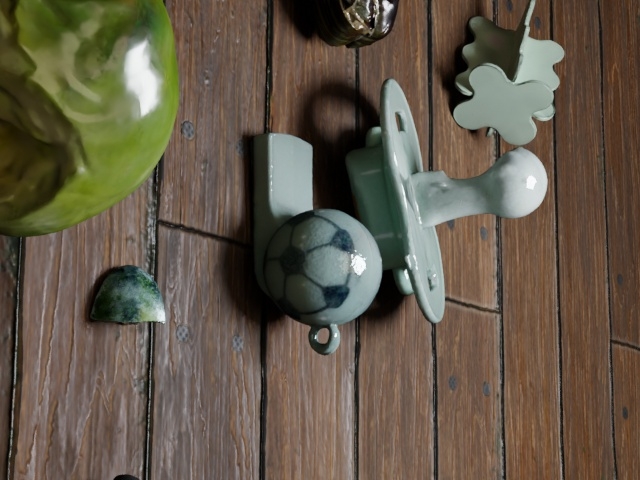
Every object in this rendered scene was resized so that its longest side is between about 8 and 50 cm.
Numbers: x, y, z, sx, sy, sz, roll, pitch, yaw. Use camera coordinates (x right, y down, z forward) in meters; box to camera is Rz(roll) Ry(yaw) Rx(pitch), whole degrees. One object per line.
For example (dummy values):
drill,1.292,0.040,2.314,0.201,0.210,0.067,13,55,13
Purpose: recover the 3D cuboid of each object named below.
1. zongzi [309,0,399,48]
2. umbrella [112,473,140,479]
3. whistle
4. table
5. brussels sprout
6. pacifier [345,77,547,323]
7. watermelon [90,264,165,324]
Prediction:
zongzi,-0.024,-0.428,1.861,0.317,0.154,0.289,14,74,-31
umbrella,-0.267,0.370,1.401,0.337,0.067,0.073,-60,142,-40
whistle,0.000,0.000,1.763,0.163,0.163,0.289,9,76,-52
table,0.303,-0.277,2.242,0.166,0.166,0.198,54,36,-32
brussels sprout,-0.284,-0.173,1.323,0.344,0.268,0.344,12,73,-44
pacifier,0.180,-0.063,1.940,0.288,0.269,0.343,-38,120,-77
watermelon,-0.214,0.068,1.563,0.061,0.085,0.085,104,13,-47
